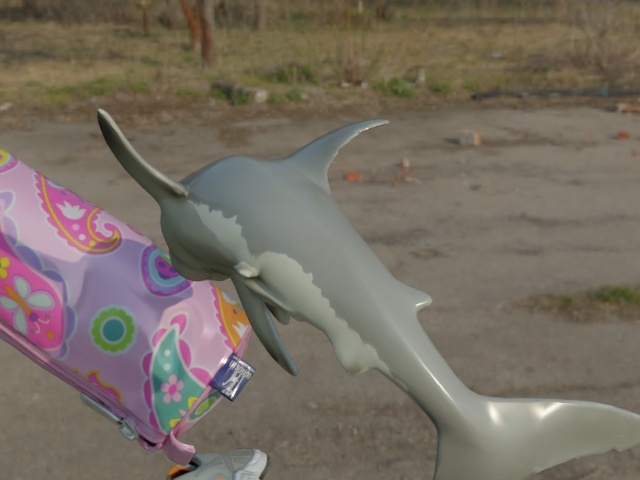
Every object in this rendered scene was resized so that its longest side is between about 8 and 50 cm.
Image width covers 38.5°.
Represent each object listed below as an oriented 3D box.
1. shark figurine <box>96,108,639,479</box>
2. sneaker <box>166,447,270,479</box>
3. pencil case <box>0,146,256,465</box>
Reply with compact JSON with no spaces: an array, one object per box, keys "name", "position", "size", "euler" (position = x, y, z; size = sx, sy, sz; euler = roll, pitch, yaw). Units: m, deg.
[{"name":"shark figurine","position":[0.009,-0.003,0.416],"size":[0.116,0.166,0.278],"euler":[-41,43,-16]},{"name":"sneaker","position":[-0.127,0.291,1.103],"size":[0.108,0.100,0.271],"euler":[26,-6,0]},{"name":"pencil case","position":[-0.179,0.030,0.620],"size":[0.284,0.124,0.124],"euler":[35,18,-2]}]
